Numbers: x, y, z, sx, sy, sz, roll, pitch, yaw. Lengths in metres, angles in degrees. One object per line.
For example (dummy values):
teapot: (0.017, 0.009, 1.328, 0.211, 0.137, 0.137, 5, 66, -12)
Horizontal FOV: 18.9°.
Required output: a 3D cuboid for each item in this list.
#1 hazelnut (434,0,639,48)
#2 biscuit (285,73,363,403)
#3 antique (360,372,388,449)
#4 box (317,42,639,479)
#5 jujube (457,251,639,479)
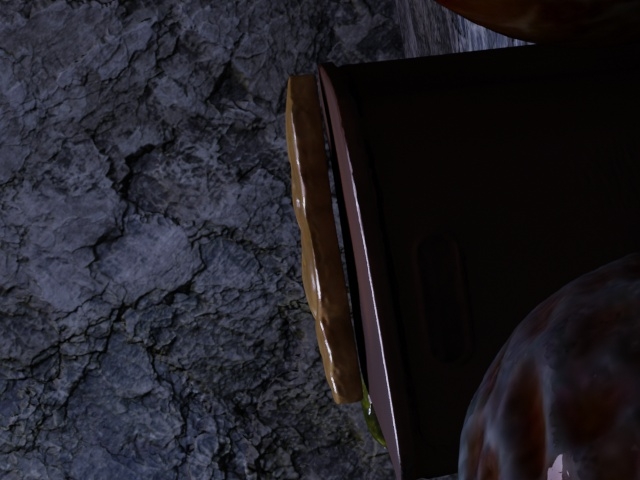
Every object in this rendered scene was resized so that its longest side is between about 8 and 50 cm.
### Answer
hazelnut: (0.135, -0.214, 1.024, 0.234, 0.218, 0.218, 47, -150, -57)
biscuit: (0.000, 0.001, 1.391, 0.144, 0.040, 0.236, 8, -104, -85)
antique: (0.146, 0.132, 1.790, 0.080, 0.221, 0.081, -100, 1, -67)
box: (0.132, -0.003, 1.255, 0.339, 0.229, 0.239, -102, 5, -80)
jujube: (0.172, 0.163, 0.807, 0.246, 0.215, 0.308, 81, 178, -45)
